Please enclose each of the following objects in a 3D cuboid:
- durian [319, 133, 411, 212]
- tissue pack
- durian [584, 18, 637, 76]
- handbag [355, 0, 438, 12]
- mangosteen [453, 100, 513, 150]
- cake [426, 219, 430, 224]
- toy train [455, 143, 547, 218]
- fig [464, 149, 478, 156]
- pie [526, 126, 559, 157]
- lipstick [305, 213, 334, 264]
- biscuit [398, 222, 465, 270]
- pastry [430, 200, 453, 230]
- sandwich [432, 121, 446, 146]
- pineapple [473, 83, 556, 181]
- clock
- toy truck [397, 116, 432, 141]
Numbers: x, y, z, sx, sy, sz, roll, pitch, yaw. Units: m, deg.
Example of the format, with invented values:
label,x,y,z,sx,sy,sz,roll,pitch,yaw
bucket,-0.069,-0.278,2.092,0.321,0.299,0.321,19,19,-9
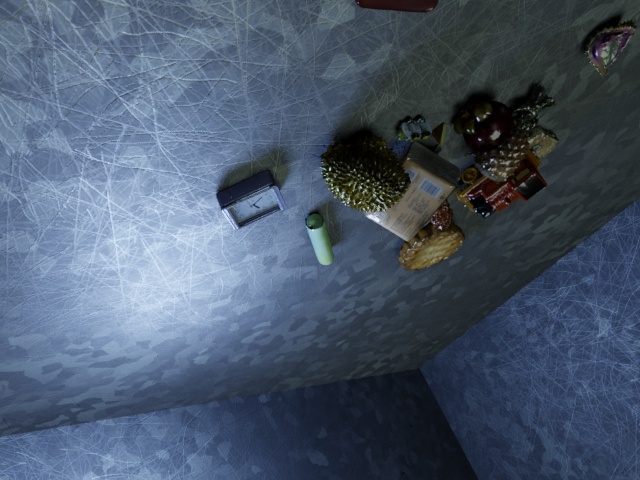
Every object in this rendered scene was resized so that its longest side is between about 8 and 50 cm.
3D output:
label,x,y,z,sx,sy,sz,roll,pitch,yaw
durian,0.143,-0.207,1.693,0.293,0.258,0.258,14,131,-41
tissue pack,0.340,-0.195,1.920,0.239,0.238,0.305,-2,142,-34
durian,0.950,-0.665,1.753,0.108,0.119,0.186,22,123,-3
handbag,0.205,-0.665,1.187,0.260,0.084,0.275,-9,145,-26
mangosteen,0.553,-0.398,1.787,0.200,0.199,0.199,-19,149,-12
cake,0.444,-0.084,2.305,0.140,0.055,0.051,-39,150,-13
toy train,0.721,-0.235,2.051,0.369,0.231,0.163,-40,129,23
fig,0.603,-0.336,2.025,0.083,0.050,0.050,-7,149,6
pie,0.870,-0.380,2.142,0.218,0.052,0.185,8,135,-45
lipstick,0.000,0.000,2.053,0.076,0.076,0.304,-24,149,-4
biscuit,0.511,0.019,2.433,0.326,0.107,0.325,-16,147,-10
pastry,0.496,-0.125,2.206,0.115,0.097,0.208,-39,146,6
sandwich,0.413,-0.371,1.831,0.044,0.083,0.031,8,176,35
pineapple,0.711,-0.388,1.902,0.361,0.175,0.175,-54,144,6
clock,-0.222,-0.129,1.694,0.194,0.073,0.144,-25,150,-1
toy truck,0.307,-0.361,1.743,0.111,0.076,0.077,-12,166,-21
